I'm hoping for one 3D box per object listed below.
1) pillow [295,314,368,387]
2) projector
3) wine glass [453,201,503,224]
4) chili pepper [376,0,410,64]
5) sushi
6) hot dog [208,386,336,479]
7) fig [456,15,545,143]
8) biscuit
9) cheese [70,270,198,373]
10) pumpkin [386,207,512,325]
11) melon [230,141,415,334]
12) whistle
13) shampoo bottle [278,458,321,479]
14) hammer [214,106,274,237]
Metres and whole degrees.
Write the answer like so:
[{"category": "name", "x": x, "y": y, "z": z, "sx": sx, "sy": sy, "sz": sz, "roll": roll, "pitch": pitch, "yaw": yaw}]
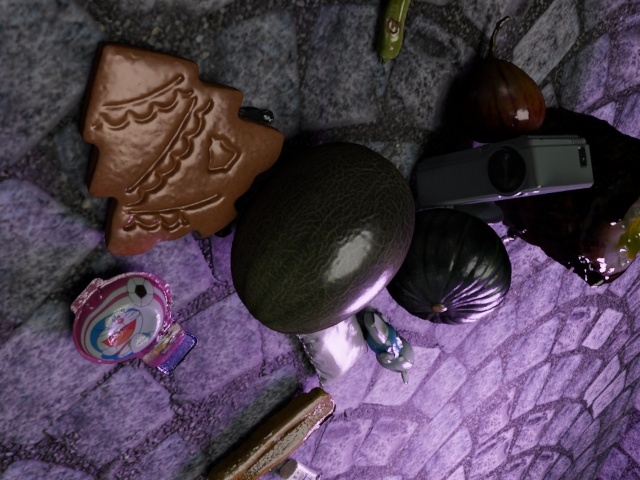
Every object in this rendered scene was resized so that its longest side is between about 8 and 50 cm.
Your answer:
[{"category": "pillow", "x": 0.024, "y": 0.193, "z": 1.339, "sx": 0.128, "sy": 0.051, "sz": 0.229, "roll": -37, "pitch": 140, "yaw": -15}, {"category": "projector", "x": 0.318, "y": -0.121, "z": 1.231, "sx": 0.192, "sy": 0.256, "sz": 0.099, "roll": -9, "pitch": 92, "yaw": -40}, {"category": "wine glass", "x": 0.295, "y": 0.031, "z": 1.435, "sx": 0.103, "sy": 0.103, "sz": 0.231, "roll": -18, "pitch": 132, "yaw": -34}, {"category": "chili pepper", "x": 0.122, "y": -0.360, "z": 1.027, "sx": 0.049, "sy": 0.043, "sz": 0.208, "roll": 7, "pitch": 114, "yaw": -32}, {"category": "sushi", "x": 0.541, "y": -0.084, "z": 1.431, "sx": 0.281, "sy": 0.294, "sz": 0.299, "roll": -38, "pitch": 140, "yaw": -21}, {"category": "hot dog", "x": -0.096, "y": 0.392, "z": 1.364, "sx": 0.289, "sy": 0.068, "sz": 0.083, "roll": -36, "pitch": 115, "yaw": -12}, {"category": "fig", "x": 0.303, "y": -0.248, "z": 1.213, "sx": 0.202, "sy": 0.148, "sz": 0.149, "roll": 49, "pitch": 51, "yaw": -16}, {"category": "biscuit", "x": -0.194, "y": -0.119, "z": 0.889, "sx": 0.284, "sy": 0.043, "sz": 0.306, "roll": -37, "pitch": 134, "yaw": -9}, {"category": "cheese", "x": -0.264, "y": 0.128, "z": 1.011, "sx": 0.155, "sy": 0.062, "sz": 0.244, "roll": -48, "pitch": 141, "yaw": -8}, {"category": "pumpkin", "x": 0.234, "y": 0.039, "z": 1.282, "sx": 0.216, "sy": 0.250, "sz": 0.250, "roll": -60, "pitch": 143, "yaw": -19}, {"category": "melon", "x": 0.000, "y": 0.000, "z": 1.026, "sx": 0.302, "sy": 0.237, "sz": 0.237, "roll": -50, "pitch": 140, "yaw": 0}, {"category": "whistle", "x": 0.134, "y": 0.211, "z": 1.424, "sx": 0.077, "sy": 0.114, "sz": 0.236, "roll": -16, "pitch": 144, "yaw": 18}, {"category": "shampoo bottle", "x": -0.039, "y": 0.519, "z": 1.534, "sx": 0.049, "sy": 0.034, "sz": 0.141, "roll": -53, "pitch": 141, "yaw": -9}, {"category": "hammer", "x": -0.126, "y": -0.096, "z": 1.004, "sx": 0.078, "sy": 0.021, "sz": 0.201, "roll": -3, "pitch": 120, "yaw": -42}]
